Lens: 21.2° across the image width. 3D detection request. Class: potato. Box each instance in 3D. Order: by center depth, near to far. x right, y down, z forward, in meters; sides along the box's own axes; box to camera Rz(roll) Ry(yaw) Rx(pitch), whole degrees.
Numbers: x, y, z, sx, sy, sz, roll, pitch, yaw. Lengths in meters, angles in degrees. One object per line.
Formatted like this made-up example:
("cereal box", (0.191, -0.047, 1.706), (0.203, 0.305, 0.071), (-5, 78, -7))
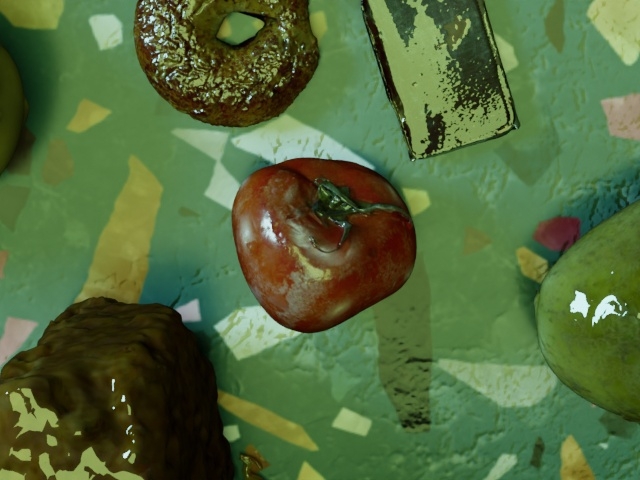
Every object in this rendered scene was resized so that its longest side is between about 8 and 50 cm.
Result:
("potato", (0.389, 0.065, 1.631), (0.359, 0.219, 0.269), (-23, 89, 12))

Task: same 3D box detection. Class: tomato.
("tomato", (0.000, 0.000, 1.664), (0.187, 0.151, 0.187), (5, 58, -9))

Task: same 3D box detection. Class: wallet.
("wallet", (0.110, -0.202, 1.684), (0.122, 0.031, 0.232), (-17, 100, 0))

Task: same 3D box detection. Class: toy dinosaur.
("toy dinosaur", (-0.062, 0.274, 1.766), (0.041, 0.026, 0.113), (-27, 90, -8))

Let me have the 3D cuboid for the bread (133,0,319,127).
("bread", (-0.094, -0.202, 1.673), (0.193, 0.064, 0.193), (0, 98, -2))

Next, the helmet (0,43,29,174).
("helmet", (-0.374, -0.105, 1.657), (0.257, 0.140, 0.205), (-41, 63, 16))

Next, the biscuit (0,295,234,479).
("biscuit", (-0.174, 0.268, 1.609), (0.166, 0.342, 0.395), (-9, 101, 10))
